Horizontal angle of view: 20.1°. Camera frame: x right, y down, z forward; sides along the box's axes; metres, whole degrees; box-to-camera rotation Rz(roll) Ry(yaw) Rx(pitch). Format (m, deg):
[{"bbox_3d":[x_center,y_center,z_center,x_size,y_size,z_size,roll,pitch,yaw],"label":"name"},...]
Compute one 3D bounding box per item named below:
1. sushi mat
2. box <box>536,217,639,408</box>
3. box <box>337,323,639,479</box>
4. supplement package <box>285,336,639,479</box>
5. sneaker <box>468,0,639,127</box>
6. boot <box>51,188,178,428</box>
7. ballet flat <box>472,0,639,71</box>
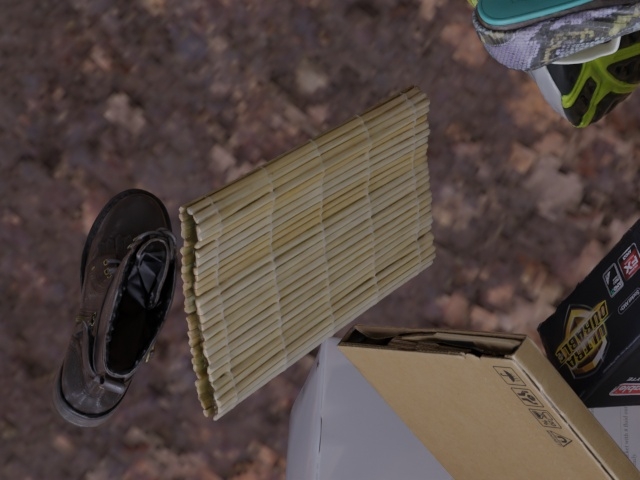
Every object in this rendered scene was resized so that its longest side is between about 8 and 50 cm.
[{"bbox_3d":[0.000,0.000,1.313,0.019,0.316,0.151,8,113,31],"label":"sushi mat"},{"bbox_3d":[0.330,0.001,1.113,0.295,0.073,0.293,2,143,-31],"label":"box"},{"bbox_3d":[0.119,0.126,1.096,0.164,0.021,0.201,0,137,54],"label":"box"},{"bbox_3d":[0.124,0.208,1.488,0.293,0.177,0.175,9,151,-7],"label":"supplement package"},{"bbox_3d":[0.123,-0.207,1.101,0.147,0.145,0.385,44,169,26],"label":"sneaker"},{"bbox_3d":[-0.164,0.040,1.618,0.091,0.263,0.229,17,155,-12],"label":"boot"},{"bbox_3d":[0.115,-0.090,0.678,0.114,0.041,0.041,-16,118,9],"label":"ballet flat"}]
